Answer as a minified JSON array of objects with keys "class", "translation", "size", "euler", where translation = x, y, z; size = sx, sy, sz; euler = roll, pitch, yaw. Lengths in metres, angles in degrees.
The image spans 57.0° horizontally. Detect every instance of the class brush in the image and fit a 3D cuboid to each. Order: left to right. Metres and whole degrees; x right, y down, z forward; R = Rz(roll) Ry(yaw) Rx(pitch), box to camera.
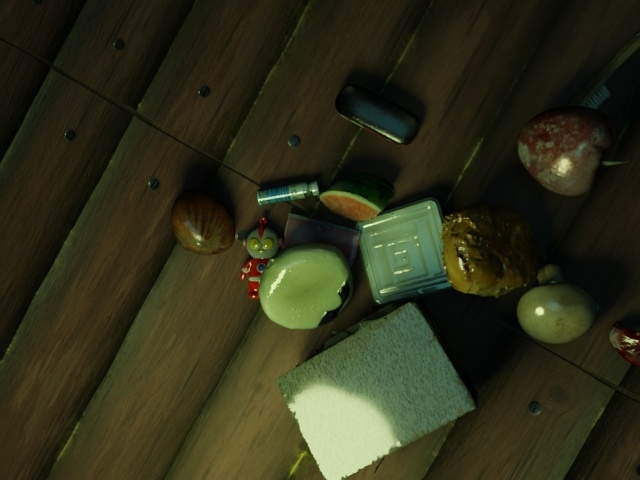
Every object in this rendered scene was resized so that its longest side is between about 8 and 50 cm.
[{"class":"brush","translation":[0.814,-0.456,1.666],"size":[0.065,0.070,0.327],"euler":[41,92,-11]}]

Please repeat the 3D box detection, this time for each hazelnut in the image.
[{"class":"hazelnut","translation":[-0.359,-0.042,1.749],"size":[0.186,0.210,0.210],"euler":[-12,85,47]}]

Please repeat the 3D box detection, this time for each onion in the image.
[{"class":"onion","translation":[0.883,0.297,1.592],"size":[0.205,0.151,0.099],"euler":[21,106,24]}]

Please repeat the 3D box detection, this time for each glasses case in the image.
[{"class":"glasses case","translation":[0.168,-0.372,1.748],"size":[0.266,0.067,0.103],"euler":[30,91,9]}]

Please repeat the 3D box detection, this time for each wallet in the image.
[{"class":"wallet","translation":[0.000,0.000,1.764],"size":[0.232,0.025,0.120],"euler":[14,98,16]}]

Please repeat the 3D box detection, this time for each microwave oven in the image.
[{"class":"microwave oven","translation":[0.153,0.388,1.595],"size":[0.431,0.236,0.375],"euler":[-32,76,10]}]

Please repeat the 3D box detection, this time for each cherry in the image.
[{"class":"cherry","translation":[0.682,-0.242,1.601],"size":[0.285,0.213,0.236],"euler":[19,79,26]}]

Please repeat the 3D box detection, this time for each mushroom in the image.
[{"class":"mushroom","translation":[0.631,0.183,1.619],"size":[0.206,0.206,0.209],"euler":[-38,42,5]}]

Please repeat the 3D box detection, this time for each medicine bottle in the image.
[{"class":"medicine bottle","translation":[-0.097,-0.145,1.786],"size":[0.190,0.051,0.051],"euler":[-8,87,9]}]

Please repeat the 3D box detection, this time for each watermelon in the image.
[{"class":"watermelon","translation":[0.112,-0.153,1.724],"size":[0.230,0.128,0.146],"euler":[22,62,24]}]

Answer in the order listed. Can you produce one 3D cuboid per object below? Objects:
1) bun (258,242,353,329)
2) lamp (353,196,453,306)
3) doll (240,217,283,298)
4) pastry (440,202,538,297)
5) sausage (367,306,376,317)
[{"class":"bun","translation":[-0.047,0.115,1.706],"size":[0.282,0.179,0.284],"euler":[-5,120,-9]},{"class":"lamp","translation":[0.250,0.036,1.719],"size":[0.266,0.047,0.269],"euler":[-17,85,18]},{"class":"doll","translation":[-0.173,0.053,1.780],"size":[0.142,0.076,0.245],"euler":[1,92,3]},{"class":"pastry","translation":[0.448,0.030,1.619],"size":[0.310,0.161,0.255],"euler":[13,78,-30]},{"class":"sausage","translation":[0.149,0.324,1.744],"size":[0.034,0.034,0.254],"euler":[3,88,8]}]
